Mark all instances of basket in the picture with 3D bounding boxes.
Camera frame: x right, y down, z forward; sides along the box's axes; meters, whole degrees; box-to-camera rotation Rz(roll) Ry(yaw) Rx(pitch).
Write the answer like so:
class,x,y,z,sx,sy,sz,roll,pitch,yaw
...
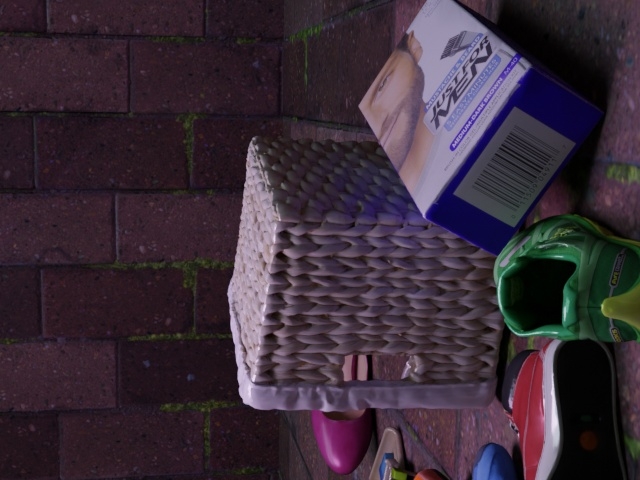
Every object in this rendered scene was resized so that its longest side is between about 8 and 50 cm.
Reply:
class,x,y,z,sx,sy,sz,roll,pitch,yaw
basket,0.054,0.036,1.273,0.331,0.328,0.266,-111,25,-64

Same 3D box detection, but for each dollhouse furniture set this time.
class,x,y,z,sx,sy,sz,roll,pitch,yaw
dollhouse furniture set,0.139,0.416,1.588,0.152,0.059,0.076,175,107,-85

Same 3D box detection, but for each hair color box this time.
class,x,y,z,sx,sy,sz,roll,pitch,yaw
hair color box,0.162,-0.149,1.082,0.185,0.110,0.339,-56,21,17

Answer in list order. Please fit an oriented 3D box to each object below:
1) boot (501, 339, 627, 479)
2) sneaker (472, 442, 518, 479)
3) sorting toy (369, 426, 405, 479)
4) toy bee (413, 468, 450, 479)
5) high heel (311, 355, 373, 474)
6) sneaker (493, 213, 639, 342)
class,x,y,z,sx,sy,sz,roll,pitch,yaw
boot,0.232,0.225,0.966,0.176,0.088,0.244,124,153,-73
sneaker,0.226,0.324,1.095,0.082,0.069,0.209,-37,37,38
sorting toy,0.117,0.514,1.748,0.307,0.041,0.229,101,165,-47
toy bee,0.139,0.462,1.362,0.298,0.162,0.195,-51,46,24
high heel,0.038,0.265,1.906,0.181,0.127,0.377,85,-179,-52
sneaker,0.218,0.031,0.905,0.295,0.124,0.109,-162,71,-80
